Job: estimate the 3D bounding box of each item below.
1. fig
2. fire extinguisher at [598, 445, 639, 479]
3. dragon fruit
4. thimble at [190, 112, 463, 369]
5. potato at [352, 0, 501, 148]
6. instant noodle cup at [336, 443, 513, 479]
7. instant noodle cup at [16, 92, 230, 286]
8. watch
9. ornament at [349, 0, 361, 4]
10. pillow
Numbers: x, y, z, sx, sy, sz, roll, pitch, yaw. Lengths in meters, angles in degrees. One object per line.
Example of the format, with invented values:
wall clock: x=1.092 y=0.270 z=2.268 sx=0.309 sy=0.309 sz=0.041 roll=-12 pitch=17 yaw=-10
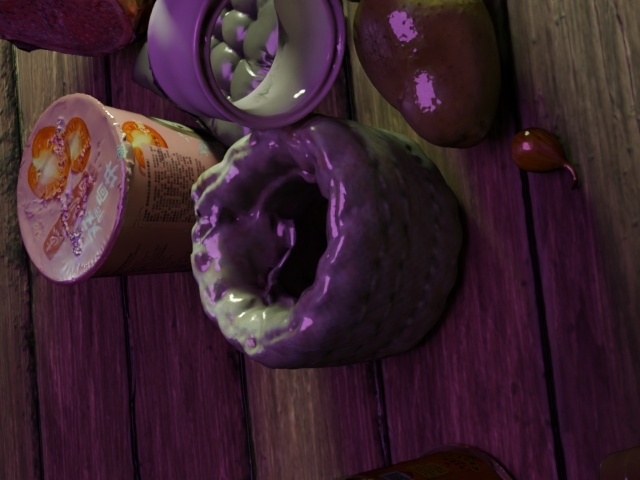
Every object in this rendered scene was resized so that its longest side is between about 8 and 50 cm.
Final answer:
fig: x=0.237 y=-0.084 z=1.504 sx=0.083 sy=0.050 sz=0.050 roll=39 pitch=117 yaw=22
fire extinguisher: x=0.367 y=0.195 z=1.331 sx=0.231 sy=0.071 sz=0.099 roll=-27 pitch=41 yaw=42
dragon fruit: x=-0.358 y=-0.432 z=1.994 sx=0.314 sy=0.296 sz=0.262 roll=8 pitch=66 yaw=21
thimble: x=0.000 y=0.000 z=1.641 sx=0.291 sy=0.195 sz=0.291 roll=-6 pitch=82 yaw=47
potato: x=0.123 y=-0.191 z=1.555 sx=0.157 sy=0.157 sz=0.194 roll=-37 pitch=63 yaw=40
instant noodle cup: x=0.095 y=0.328 z=1.535 sx=0.216 sy=0.172 sz=0.215 roll=-4 pitch=85 yaw=46
instant noodle cup: x=-0.233 y=-0.060 z=1.869 sx=0.243 sy=0.231 sz=0.243 roll=-3 pitch=86 yaw=46
watch: x=-0.069 y=-0.242 z=1.558 sx=0.211 sy=0.248 sz=0.217 roll=18 pitch=123 yaw=50
ornament: x=0.070 y=-0.320 z=1.678 sx=0.166 sy=0.153 sz=0.196 roll=22 pitch=127 yaw=47
pillow: x=-0.120 y=-0.247 z=1.861 sx=0.326 sy=0.101 sz=0.228 roll=34 pitch=109 yaw=41
